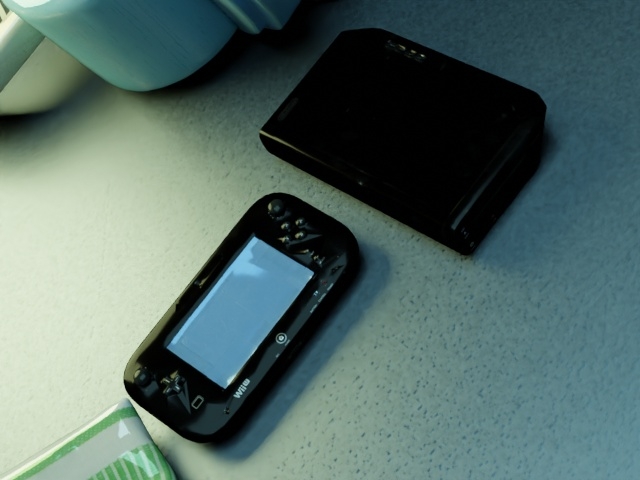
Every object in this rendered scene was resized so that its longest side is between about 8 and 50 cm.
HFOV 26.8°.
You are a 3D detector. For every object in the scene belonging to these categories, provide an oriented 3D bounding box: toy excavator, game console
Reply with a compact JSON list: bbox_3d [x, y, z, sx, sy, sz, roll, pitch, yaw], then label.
[{"bbox_3d":[-0.237,-0.226,1.201,0.433,0.222,0.445,33,86,39],"label":"toy excavator"},{"bbox_3d":[0.000,0.000,1.021,0.213,0.044,0.361,29,75,37],"label":"game console"}]

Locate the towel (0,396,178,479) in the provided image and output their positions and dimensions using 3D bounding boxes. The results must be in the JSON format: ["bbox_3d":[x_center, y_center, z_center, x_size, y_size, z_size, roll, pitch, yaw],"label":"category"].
[{"bbox_3d":[-0.175,0.290,0.918,0.248,0.038,0.325,-32,51,3],"label":"towel"}]
